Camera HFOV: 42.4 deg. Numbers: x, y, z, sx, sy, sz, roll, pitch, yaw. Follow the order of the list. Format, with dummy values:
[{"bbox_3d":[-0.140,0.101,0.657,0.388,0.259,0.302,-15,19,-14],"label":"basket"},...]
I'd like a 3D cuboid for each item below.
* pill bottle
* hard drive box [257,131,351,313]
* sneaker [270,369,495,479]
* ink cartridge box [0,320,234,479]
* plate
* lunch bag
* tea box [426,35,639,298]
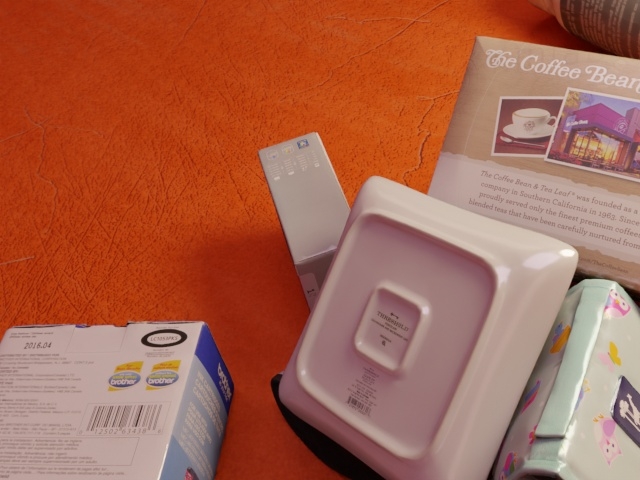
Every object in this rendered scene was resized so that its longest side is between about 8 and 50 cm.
[{"bbox_3d":[0.511,-0.402,1.338,0.204,0.204,0.361,-32,46,-16],"label":"pill bottle"},{"bbox_3d":[0.000,0.000,1.093,0.089,0.181,0.232,-19,43,-3],"label":"hard drive box"},{"bbox_3d":[0.091,0.180,0.931,0.178,0.124,0.295,-33,34,-31],"label":"sneaker"},{"bbox_3d":[-0.262,0.240,0.946,0.269,0.151,0.396,-3,47,12],"label":"ink cartridge box"},{"bbox_3d":[0.078,0.090,0.810,0.277,0.045,0.278,26,95,45],"label":"plate"},{"bbox_3d":[0.245,0.194,0.769,0.160,0.262,0.223,12,49,26],"label":"lunch bag"},{"bbox_3d":[0.336,-0.052,0.909,0.329,0.323,0.220,18,90,31],"label":"tea box"}]
